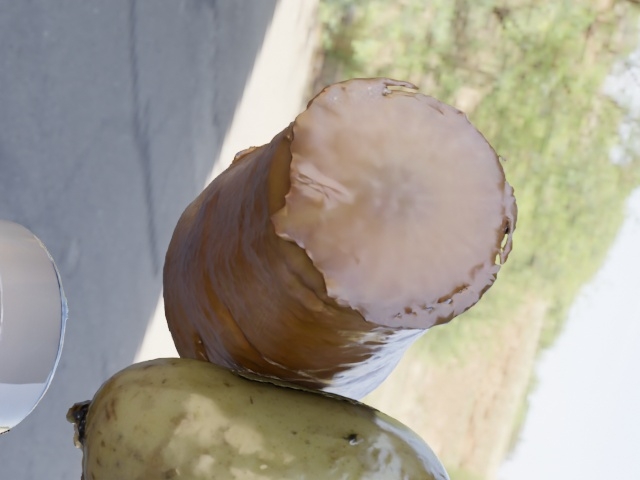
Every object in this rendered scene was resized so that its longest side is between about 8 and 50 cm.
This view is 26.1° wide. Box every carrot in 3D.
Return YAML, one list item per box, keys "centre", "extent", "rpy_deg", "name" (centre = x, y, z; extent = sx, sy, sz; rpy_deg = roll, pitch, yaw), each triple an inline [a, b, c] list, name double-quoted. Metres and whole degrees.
- centre: [0.000, 0.000, 0.851]
  extent: [0.254, 0.196, 0.196]
  rpy_deg: [122, -16, -73]
  name: "carrot"

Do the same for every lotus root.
- centre: [-0.024, 0.162, 0.855]
  extent: [0.160, 0.284, 0.146]
  rpy_deg: [64, 40, -82]
  name: "lotus root"

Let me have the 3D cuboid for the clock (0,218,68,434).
- centre: [-0.245, 0.058, 0.946]
  extent: [0.063, 0.155, 0.229]
  rpy_deg: [13, 63, -50]
  name: "clock"
